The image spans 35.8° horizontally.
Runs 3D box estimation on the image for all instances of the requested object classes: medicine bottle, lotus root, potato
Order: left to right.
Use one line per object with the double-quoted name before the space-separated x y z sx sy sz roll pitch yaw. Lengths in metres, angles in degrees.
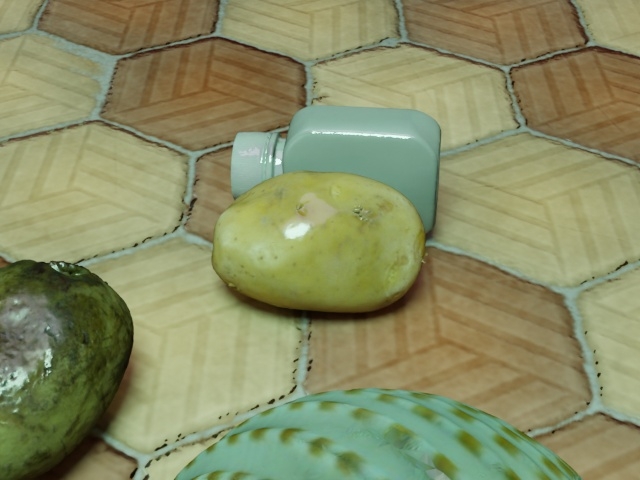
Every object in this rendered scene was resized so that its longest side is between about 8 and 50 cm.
"lotus root" -0.215 0.097 0.692 0.139 0.138 0.214 11 41 12
"potato" 0.000 0.000 0.823 0.178 0.109 0.118 3 43 -2
"medicine bottle" 0.015 -0.061 0.890 0.183 0.119 0.069 2 42 5

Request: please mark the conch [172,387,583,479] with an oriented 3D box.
"conch" 0.067 0.203 0.506 0.319 0.215 0.303 -19 54 -21
